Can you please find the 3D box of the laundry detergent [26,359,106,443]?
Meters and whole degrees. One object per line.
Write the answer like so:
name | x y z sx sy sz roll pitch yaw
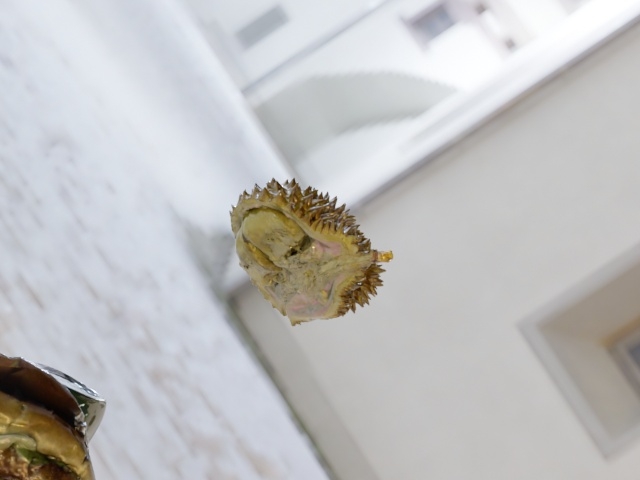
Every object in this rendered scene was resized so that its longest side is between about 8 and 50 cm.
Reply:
laundry detergent | -0.248 0.194 1.369 0.063 0.211 0.137 31 -4 15

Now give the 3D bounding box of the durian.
durian | 0.000 0.000 1.613 0.208 0.102 0.146 1 -50 56

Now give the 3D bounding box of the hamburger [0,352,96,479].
hamburger | -0.218 0.140 1.100 0.183 0.130 0.206 16 -19 -4
